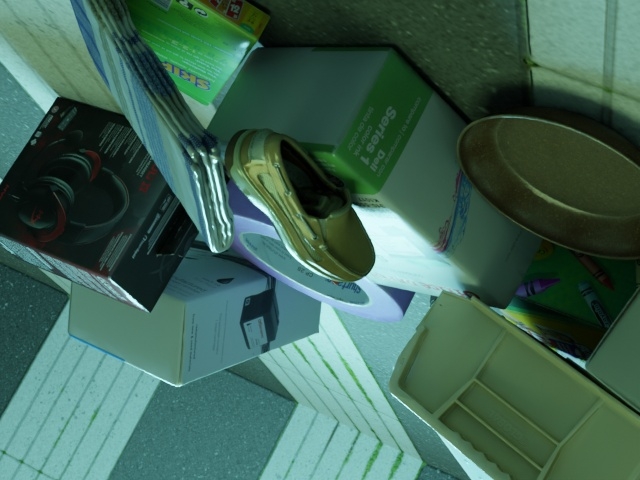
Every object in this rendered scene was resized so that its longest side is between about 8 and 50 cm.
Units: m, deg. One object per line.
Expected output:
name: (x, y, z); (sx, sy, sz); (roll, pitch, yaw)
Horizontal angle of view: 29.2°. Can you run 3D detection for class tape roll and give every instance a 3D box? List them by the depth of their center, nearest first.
tape roll: (0.000, 0.000, 1.557); (0.274, 0.090, 0.275); (27, 166, 7)

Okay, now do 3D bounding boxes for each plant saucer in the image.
plant saucer: (0.212, -0.054, 1.041); (0.198, 0.036, 0.198); (26, 158, 11)

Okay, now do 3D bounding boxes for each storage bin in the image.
storage bin: (0.230, 0.184, 1.179); (0.260, 0.123, 0.262); (37, -176, 37)

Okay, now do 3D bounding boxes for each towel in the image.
towel: (-0.165, -0.136, 1.183); (0.285, 0.034, 0.209); (56, 166, 22)

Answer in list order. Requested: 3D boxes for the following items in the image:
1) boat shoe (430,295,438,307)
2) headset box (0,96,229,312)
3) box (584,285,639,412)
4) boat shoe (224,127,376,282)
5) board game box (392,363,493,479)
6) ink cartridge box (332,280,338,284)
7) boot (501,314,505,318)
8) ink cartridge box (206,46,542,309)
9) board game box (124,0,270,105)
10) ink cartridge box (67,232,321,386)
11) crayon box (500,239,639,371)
boat shoe: (0.171, 0.087, 1.623); (0.056, 0.049, 0.152); (28, 166, -3)
headset box: (-0.279, -0.048, 1.634); (0.293, 0.218, 0.110); (19, 162, 33)
box: (0.354, 0.124, 1.098); (0.148, 0.127, 0.232); (38, -176, 31)
boat shoe: (-0.001, -0.025, 1.051); (0.072, 0.068, 0.190); (-3, 146, 42)
board game box: (0.338, 0.354, 2.031); (0.390, 0.050, 0.390); (54, 157, -20)
ink cartridge box: (0.039, -0.009, 1.393); (0.029, 0.115, 0.063); (16, 162, 40)
boot: (0.271, 0.191, 1.657); (0.223, 0.118, 0.338); (61, 161, -17)
ink cartridge box: (0.058, -0.059, 1.175); (0.201, 0.117, 0.278); (10, 157, 49)
board game box: (-0.135, -0.201, 1.203); (0.124, 0.039, 0.259); (31, 163, -9)
ink cartridge box: (-0.172, 0.080, 1.771); (0.223, 0.129, 0.307); (18, -159, 34)
crayon box: (0.292, 0.085, 1.311); (0.165, 0.081, 0.278); (21, 167, 28)
